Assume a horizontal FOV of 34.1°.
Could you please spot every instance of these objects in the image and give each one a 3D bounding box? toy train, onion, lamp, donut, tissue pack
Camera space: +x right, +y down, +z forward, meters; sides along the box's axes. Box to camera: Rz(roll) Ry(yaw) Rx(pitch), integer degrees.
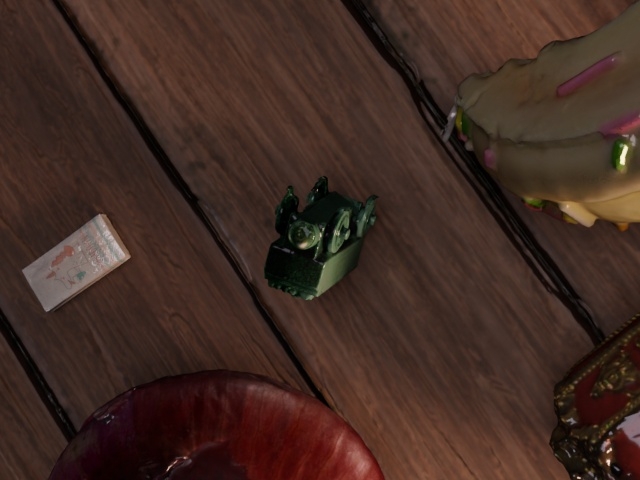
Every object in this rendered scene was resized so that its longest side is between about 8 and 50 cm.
[{"bbox_3d":[0.000,0.000,0.954,0.070,0.172,0.100,19,104,13],"label":"toy train"},{"bbox_3d":[-0.099,0.292,0.911,0.347,0.285,0.348,1,96,5],"label":"onion"},{"bbox_3d":[0.323,0.121,0.876,0.274,0.177,0.177,-43,80,8],"label":"lamp"},{"bbox_3d":[0.295,-0.164,0.846,0.150,0.307,0.371,37,96,-30],"label":"donut"},{"bbox_3d":[-0.253,0.024,1.084,0.108,0.023,0.056,-33,82,10],"label":"tissue pack"}]
